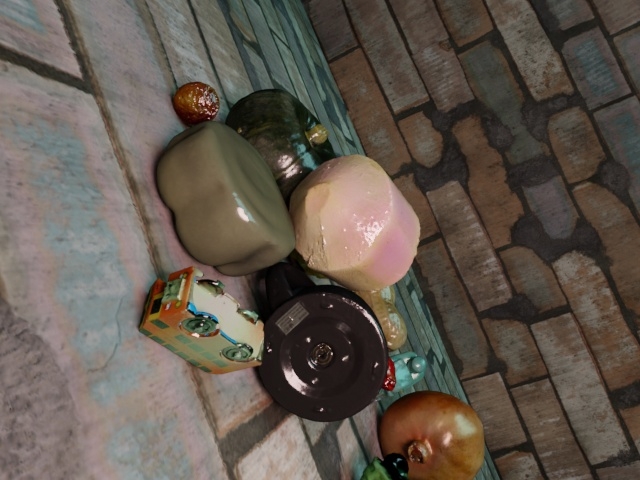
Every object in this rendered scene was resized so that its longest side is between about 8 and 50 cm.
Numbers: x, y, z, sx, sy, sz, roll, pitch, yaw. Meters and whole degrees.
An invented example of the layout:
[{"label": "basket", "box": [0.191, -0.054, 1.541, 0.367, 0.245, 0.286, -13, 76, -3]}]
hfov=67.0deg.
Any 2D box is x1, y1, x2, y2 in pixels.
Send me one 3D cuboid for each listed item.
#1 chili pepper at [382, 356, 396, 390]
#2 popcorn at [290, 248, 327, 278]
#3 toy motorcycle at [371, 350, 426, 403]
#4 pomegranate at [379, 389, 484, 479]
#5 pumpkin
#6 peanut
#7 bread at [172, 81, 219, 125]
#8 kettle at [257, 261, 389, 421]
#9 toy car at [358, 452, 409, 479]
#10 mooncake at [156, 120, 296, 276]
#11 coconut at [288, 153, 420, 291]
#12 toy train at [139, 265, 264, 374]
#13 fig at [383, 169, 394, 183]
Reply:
[{"label": "chili pepper", "box": [0.098, 0.242, 1.113, 0.110, 0.110, 0.387, 64, -7, -11]}, {"label": "popcorn", "box": [0.003, -0.003, 1.183, 0.197, 0.156, 0.197, 37, 44, -48]}, {"label": "toy motorcycle", "box": [0.168, 0.323, 1.178, 0.109, 0.198, 0.296, 65, 14, 13]}, {"label": "pomegranate", "box": [0.268, 0.489, 1.182, 0.270, 0.252, 0.228, 31, 58, -66]}, {"label": "pumpkin", "box": [-0.075, -0.187, 1.067, 0.300, 0.207, 0.300, 52, 23, -32]}, {"label": "peanut", "box": [0.178, 0.204, 1.498, 0.130, 0.130, 0.290, 36, 34, -60]}, {"label": "bread", "box": [-0.231, -0.254, 0.903, 0.085, 0.085, 0.053, 61, 9, -18]}, {"label": "kettle", "box": [-0.006, 0.149, 0.890, 0.268, 0.207, 0.290, 52, 7, -1]}, {"label": "toy car", "box": [0.193, 0.586, 0.930, 0.358, 0.176, 0.213, 49, -4, -28]}, {"label": "mooncake", "box": [-0.154, -0.068, 0.806, 0.275, 0.135, 0.275, 57, 16, -25]}, {"label": "coconut", "box": [0.053, -0.035, 0.921, 0.245, 0.233, 0.233, 39, 31, -48]}, {"label": "toy train", "box": [-0.148, 0.114, 0.634, 0.188, 0.099, 0.072, 52, 24, -44]}, {"label": "fig", "box": [0.143, -0.145, 1.696, 0.239, 0.239, 0.271, 65, 28, -7]}]
